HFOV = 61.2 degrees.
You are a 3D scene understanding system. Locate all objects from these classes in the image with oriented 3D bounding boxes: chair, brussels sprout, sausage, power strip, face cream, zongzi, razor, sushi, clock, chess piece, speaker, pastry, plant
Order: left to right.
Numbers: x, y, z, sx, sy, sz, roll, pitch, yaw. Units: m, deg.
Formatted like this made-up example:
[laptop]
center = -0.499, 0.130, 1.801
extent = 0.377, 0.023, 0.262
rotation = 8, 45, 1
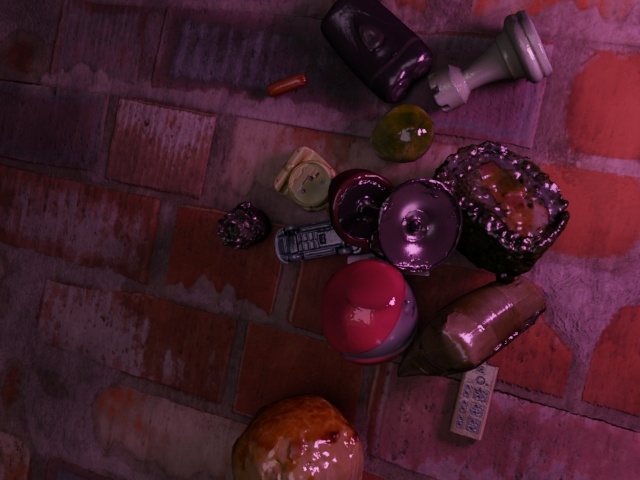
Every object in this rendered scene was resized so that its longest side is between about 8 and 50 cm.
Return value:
[plant]
center = -0.236, -0.043, 1.677
extent = 0.132, 0.194, 0.129
rotation = -38, 83, 15
[sausage]
center = -0.107, -0.494, 1.723
extent = 0.131, 0.041, 0.039
rotation = -14, 80, 17
[pastry]
center = -0.068, 0.600, 1.519
extent = 0.389, 0.388, 0.312
rotation = -17, 76, 17
[clock]
center = -0.017, -0.169, 1.674
extent = 0.232, 0.069, 0.170
rotation = 39, 100, 14
[speaker]
center = 0.138, 0.203, 1.507
extent = 0.295, 0.294, 0.293
rotation = 0, 89, 18
[razor]
center = 0.164, -0.581, 1.602
extent = 0.204, 0.113, 0.349
rotation = -42, 76, 12
[chair]
center = 0.166, -0.068, 1.416
extent = 0.227, 0.401, 0.226
rotation = -4, 103, -19
[face cream]
center = 0.200, 0.064, 1.614
extent = 0.244, 0.058, 0.092
rotation = -3, 82, 12
[brussels sprout]
center = 0.237, -0.301, 1.561
extent = 0.161, 0.143, 0.181
rotation = 43, 125, -6
[zongzi]
center = 0.408, 0.254, 1.512
extent = 0.356, 0.393, 0.174
rotation = -26, 74, -23
[power strip]
center = 0.440, 0.434, 1.538
extent = 0.092, 0.034, 0.267
rotation = 13, 93, 18
[chess piece]
center = 0.453, -0.471, 1.484
extent = 0.299, 0.195, 0.194
rotation = -24, 82, 25
[sushi]
center = 0.460, -0.092, 1.416
extent = 0.294, 0.178, 0.352
rotation = -36, 68, -21

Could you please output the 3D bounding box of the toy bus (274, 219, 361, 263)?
[toy bus]
center = 0.000, 0.000, 1.639
extent = 0.265, 0.120, 0.121
rotation = -11, 84, 15
